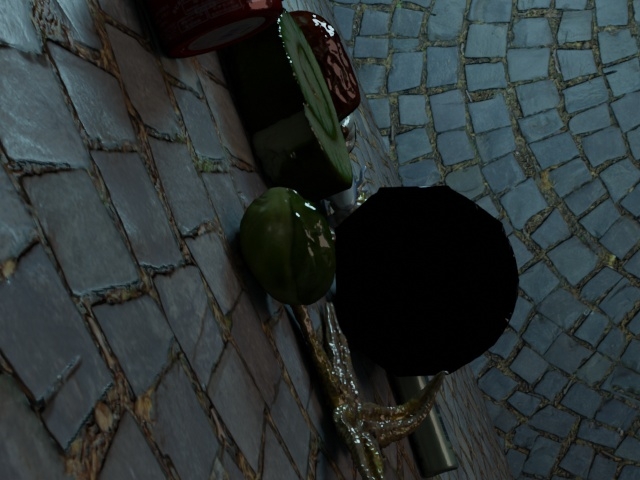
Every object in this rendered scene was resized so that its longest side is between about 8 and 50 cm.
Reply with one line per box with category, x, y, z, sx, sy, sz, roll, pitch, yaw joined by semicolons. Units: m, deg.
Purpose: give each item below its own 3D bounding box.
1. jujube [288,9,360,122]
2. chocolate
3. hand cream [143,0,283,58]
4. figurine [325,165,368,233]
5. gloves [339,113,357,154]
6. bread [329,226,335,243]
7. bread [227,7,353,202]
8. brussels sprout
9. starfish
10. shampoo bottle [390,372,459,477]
jujube;-0.016;-0.367;2.008;0.255;0.190;0.190;52;11;3
chocolate;0.200;0.086;1.911;0.331;0.384;0.383;118;-49;-85
hand cream;-0.158;-0.352;1.353;0.193;0.193;0.125;-36;107;-78
figurine;0.062;-0.083;2.046;0.208;0.128;0.183;-38;108;-83
gloves;0.033;-0.249;2.151;0.219;0.131;0.140;-157;-110;-66
bread;0.000;0.000;1.759;0.109;0.062;0.043;60;13;-49
bread;-0.060;-0.244;1.762;0.382;0.129;0.366;-94;160;-54
brussels sprout;-0.046;0.006;1.347;0.145;0.131;0.183;35;32;-78
starfish;0.066;0.227;1.490;0.398;0.132;0.383;11;48;-60
shampoo bottle;0.212;0.338;2.069;0.134;0.078;0.359;48;23;-69
